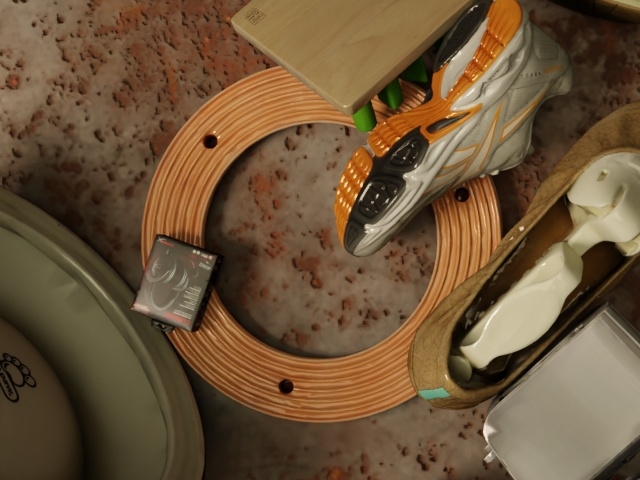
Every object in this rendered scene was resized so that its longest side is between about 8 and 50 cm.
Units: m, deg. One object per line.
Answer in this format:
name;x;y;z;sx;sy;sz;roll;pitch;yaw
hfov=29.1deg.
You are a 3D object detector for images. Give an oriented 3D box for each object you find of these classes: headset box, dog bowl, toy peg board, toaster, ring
headset box;-0.133;0.043;1.130;0.062;0.032;0.083;20;90;8
dog bowl;-0.297;0.127;1.011;0.150;0.408;0.408;-44;83;21
toy peg board;0.036;-0.187;1.111;0.161;0.079;0.160;-42;58;-12
toaster;0.226;0.140;1.043;0.186;0.168;0.110;-43;82;5
ring;0.000;0.000;1.146;0.337;0.032;0.336;0;88;8

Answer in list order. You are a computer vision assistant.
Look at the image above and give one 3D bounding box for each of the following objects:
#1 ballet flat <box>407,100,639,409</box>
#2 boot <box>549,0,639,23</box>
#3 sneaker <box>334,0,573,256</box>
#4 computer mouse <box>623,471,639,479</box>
ballet flat;0.208;0.014;1.053;0.342;0.124;0.116;-44;94;-4
boot;0.234;-0.297;1.103;0.213;0.077;0.165;24;89;10
sneaker;0.122;-0.076;1.071;0.121;0.099;0.262;27;113;-33
computer mouse;0.235;0.308;1.041;0.072;0.188;0.272;28;93;39
